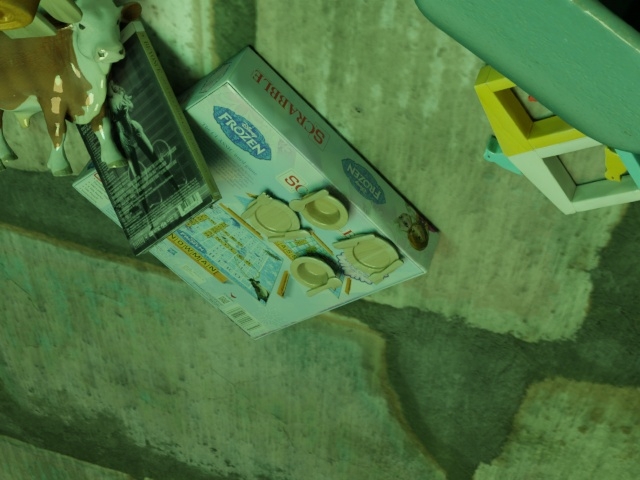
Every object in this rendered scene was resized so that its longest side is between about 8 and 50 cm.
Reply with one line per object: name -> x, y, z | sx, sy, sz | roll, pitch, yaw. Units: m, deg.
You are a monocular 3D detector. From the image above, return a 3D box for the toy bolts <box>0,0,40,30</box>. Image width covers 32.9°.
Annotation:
toy bolts -> -0.311, -0.235, 0.726 | 0.228, 0.159, 0.218 | -1, 175, 41

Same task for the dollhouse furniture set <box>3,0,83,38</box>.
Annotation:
dollhouse furniture set -> -0.254, -0.292, 1.026 | 0.144, 0.151, 0.123 | 1, 158, 25

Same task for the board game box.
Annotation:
board game box -> -0.081, -0.036, 1.274 | 0.318, 0.066, 0.318 | 43, 138, -23

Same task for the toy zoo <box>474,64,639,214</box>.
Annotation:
toy zoo -> 0.278, -0.112, 1.021 | 0.293, 0.030, 0.192 | -11, 133, 40

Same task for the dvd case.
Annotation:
dvd case -> -0.202, -0.112, 1.188 | 0.164, 0.018, 0.221 | -31, 83, 44

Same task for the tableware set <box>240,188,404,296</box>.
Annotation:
tableware set -> 0.000, 0.000, 1.204 | 0.141, 0.020, 0.169 | -18, 126, 40

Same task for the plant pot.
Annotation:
plant pot -> 0.207, -0.210, 0.783 | 0.247, 0.248, 0.252 | 35, 167, -8

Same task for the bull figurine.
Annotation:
bull figurine -> -0.300, -0.169, 1.173 | 0.310, 0.101, 0.188 | 7, 108, 38
